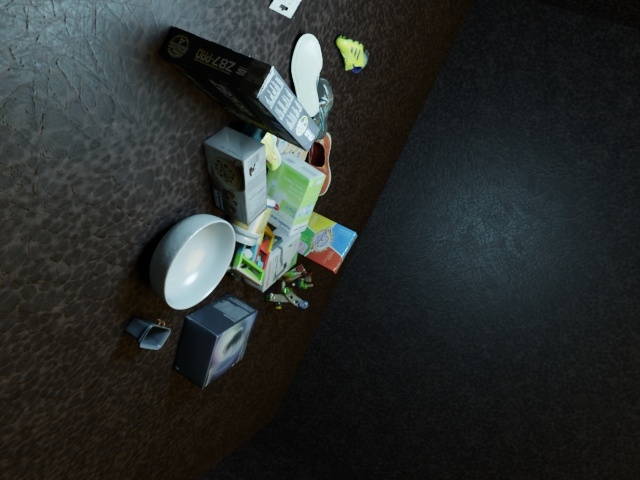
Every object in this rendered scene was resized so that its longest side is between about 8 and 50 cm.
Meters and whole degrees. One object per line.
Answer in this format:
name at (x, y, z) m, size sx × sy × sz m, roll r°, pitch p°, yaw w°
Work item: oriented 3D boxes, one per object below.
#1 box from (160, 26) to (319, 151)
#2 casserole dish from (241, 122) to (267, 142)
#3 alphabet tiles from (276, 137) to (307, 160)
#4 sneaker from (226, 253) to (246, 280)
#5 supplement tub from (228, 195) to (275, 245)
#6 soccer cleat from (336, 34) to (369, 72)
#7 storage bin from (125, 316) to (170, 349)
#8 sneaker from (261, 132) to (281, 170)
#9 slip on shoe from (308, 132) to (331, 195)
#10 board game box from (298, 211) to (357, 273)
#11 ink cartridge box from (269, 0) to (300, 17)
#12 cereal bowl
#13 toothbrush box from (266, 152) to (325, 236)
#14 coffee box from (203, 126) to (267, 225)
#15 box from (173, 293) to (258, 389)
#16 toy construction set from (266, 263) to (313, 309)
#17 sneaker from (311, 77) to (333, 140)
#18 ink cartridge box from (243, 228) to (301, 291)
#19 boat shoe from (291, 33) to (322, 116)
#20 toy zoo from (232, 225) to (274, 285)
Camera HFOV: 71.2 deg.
box at (-0.202, -0.408, 1.256) m, size 0.097 × 0.318 × 0.395 m, roll -63°, pitch 163°, yaw 0°
casserole dish at (-0.225, -0.383, 1.529) m, size 0.037 × 0.188 × 0.114 m, roll 26°, pitch 93°, yaw -31°
alphabet tiles at (-0.125, -0.397, 1.958) m, size 0.284 × 0.021 × 0.277 m, roll -32°, pitch 145°, yaw -57°
sneaker at (-0.379, 0.130, 1.908) m, size 0.222 × 0.083 × 0.118 m, roll -16°, pitch 134°, yaw -64°
supplement tub at (-0.278, -0.094, 1.767) m, size 0.199 × 0.144 × 0.144 m, roll -65°, pitch 162°, yaw 8°
soccer cleat at (0.136, -0.813, 1.971) m, size 0.121 × 0.093 × 0.289 m, roll -61°, pitch 163°, yaw 16°
storage bin at (-0.599, 0.310, 1.548) m, size 0.098 × 0.091 × 0.135 m, roll -59°, pitch 163°, yaw -10°
sneaker at (-0.214, -0.343, 1.719) m, size 0.094 × 0.082 × 0.208 m, roll -45°, pitch 150°, yaw -25°
slip on shoe at (-0.013, -0.359, 2.149) m, size 0.101 × 0.123 × 0.331 m, roll -55°, pitch 157°, yaw -49°
board game box at (0.000, 0.000, 2.383) m, size 0.242 × 0.317 × 0.064 m, roll -60°, pitch 162°, yaw -10°
ink cartridge box at (-0.095, -0.824, 1.436) m, size 0.179 × 0.045 × 0.145 m, roll -51°, pitch 169°, yaw 26°
cereal bowl at (-0.449, 0.055, 1.516) m, size 0.339 × 0.141 × 0.339 m, roll -53°, pitch 160°, yaw -29°
toothbrush box at (-0.130, -0.193, 1.880) m, size 0.122 × 0.206 × 0.283 m, roll -27°, pitch 147°, yaw -50°
coffee box at (-0.285, -0.216, 1.541) m, size 0.119 × 0.168 × 0.297 m, roll -49°, pitch 158°, yaw -36°
box at (-0.459, 0.440, 1.974) m, size 0.294 × 0.183 × 0.296 m, roll -26°, pitch 139°, yaw -59°
toy construction set at (-0.183, 0.258, 2.537) m, size 0.309 × 0.237 × 0.257 m, roll -60°, pitch 142°, yaw -73°
sneaker at (-0.012, -0.546, 1.889) m, size 0.106 × 0.101 × 0.267 m, roll -40°, pitch 141°, yaw -50°
ink cartridge box at (-0.233, 0.085, 2.178) m, size 0.289 × 0.122 × 0.211 m, roll -42°, pitch 152°, yaw -46°
boat shoe at (-0.059, -0.641, 1.727) m, size 0.099 × 0.116 × 0.319 m, roll -106°, pitch -169°, yaw -46°
toy zoo at (-0.279, 0.025, 1.928) m, size 0.192 × 0.030 × 0.293 m, roll 48°, pitch 49°, yaw -53°
